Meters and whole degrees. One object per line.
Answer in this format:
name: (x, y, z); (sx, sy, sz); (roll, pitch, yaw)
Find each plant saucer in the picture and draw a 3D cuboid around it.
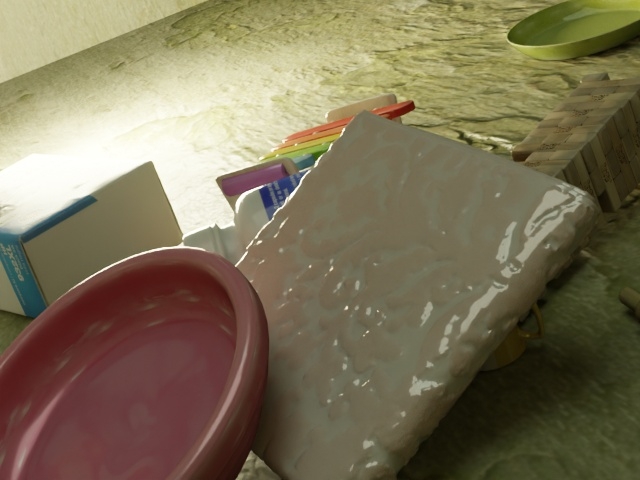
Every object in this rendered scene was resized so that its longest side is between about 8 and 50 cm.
plant saucer: (-0.174, 0.157, 1.020); (0.332, 0.084, 0.332); (-23, 39, 20)
plant saucer: (0.407, -0.328, 1.840); (0.241, 0.037, 0.241); (-17, 22, 7)

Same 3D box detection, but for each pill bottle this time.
pill bottle: (0.000, 0.000, 1.260); (0.272, 0.152, 0.152); (-19, 22, -1)

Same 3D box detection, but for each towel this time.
towel: (0.037, 0.051, 1.050); (0.332, 0.053, 0.317); (-51, 37, -8)

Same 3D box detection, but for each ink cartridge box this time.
ink cartridge box: (-0.373, -0.013, 1.620); (0.307, 0.129, 0.223); (6, 34, 47)

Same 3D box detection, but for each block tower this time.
block tower: (0.243, -0.054, 1.224); (0.097, 0.091, 0.335); (2, 37, 45)

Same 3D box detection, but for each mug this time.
mug: (0.155, 0.072, 1.085); (0.078, 0.064, 0.062); (-21, 22, -6)

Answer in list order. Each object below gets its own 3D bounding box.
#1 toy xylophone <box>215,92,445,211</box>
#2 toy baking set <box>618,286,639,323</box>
toy xylophone: (0.025, -0.110, 1.528); (0.236, 0.081, 0.322); (-15, 13, 25)
toy baking set: (0.377, 0.047, 1.006); (0.196, 0.030, 0.256); (-21, 22, -5)
